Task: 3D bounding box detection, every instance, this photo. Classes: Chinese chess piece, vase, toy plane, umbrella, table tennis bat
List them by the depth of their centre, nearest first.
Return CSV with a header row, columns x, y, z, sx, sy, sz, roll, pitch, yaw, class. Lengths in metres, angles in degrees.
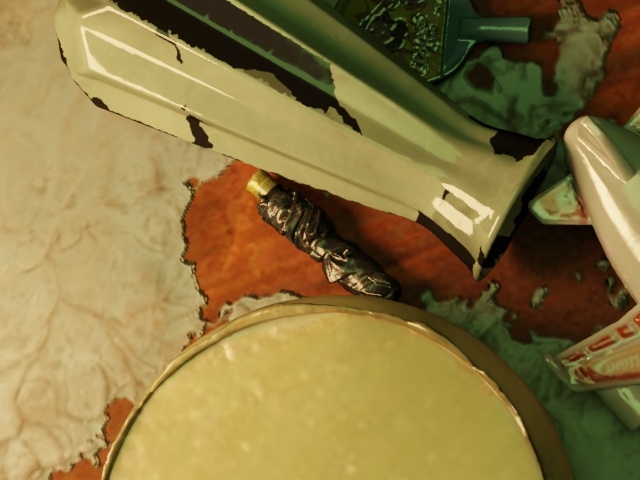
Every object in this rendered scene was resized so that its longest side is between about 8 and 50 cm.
x,y,z,sx,sy,sz,roll,pitch,yaw,class
0.256,0.012,1.109,0.252,0.118,0.252,0,86,6,toy plane
0.010,0.204,1.111,0.338,0.140,0.338,-2,80,11,Chinese chess piece
-0.014,-0.106,1.177,0.360,0.165,0.165,30,86,13,vase
0.000,0.000,1.207,0.144,0.040,0.037,41,101,17,umbrella
0.082,-0.159,1.233,0.155,0.019,0.100,4,79,15,table tennis bat
